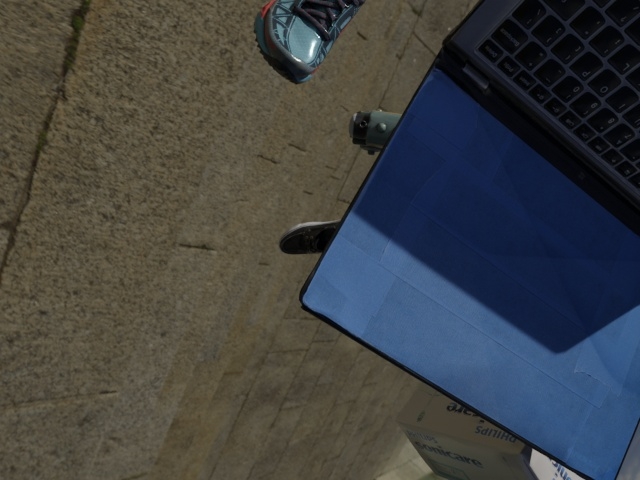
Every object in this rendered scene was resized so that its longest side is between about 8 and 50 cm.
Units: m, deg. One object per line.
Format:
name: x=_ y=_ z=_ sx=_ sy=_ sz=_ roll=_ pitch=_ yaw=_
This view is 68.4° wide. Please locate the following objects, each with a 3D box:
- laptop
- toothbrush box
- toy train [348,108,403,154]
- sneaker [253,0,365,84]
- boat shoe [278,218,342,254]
laptop: x=0.267 y=-0.031 z=0.361 sx=0.408 sy=0.381 sz=0.237 roll=-43 pitch=-160 yaw=43
toothbrush box: x=0.284 y=0.206 z=0.680 sx=0.295 sy=0.216 sz=0.126 roll=-43 pitch=105 yaw=-31
toy train: x=0.241 y=-0.310 z=1.374 sx=0.190 sy=0.333 sz=0.143 roll=-20 pitch=121 yaw=-79
sneaker: x=0.003 y=-0.320 z=0.617 sx=0.104 sy=0.125 sz=0.262 roll=35 pitch=57 yaw=-23
boat shoe: x=0.000 y=0.000 z=1.179 sx=0.076 sy=0.228 sz=0.080 roll=-77 pitch=157 yaw=-66
